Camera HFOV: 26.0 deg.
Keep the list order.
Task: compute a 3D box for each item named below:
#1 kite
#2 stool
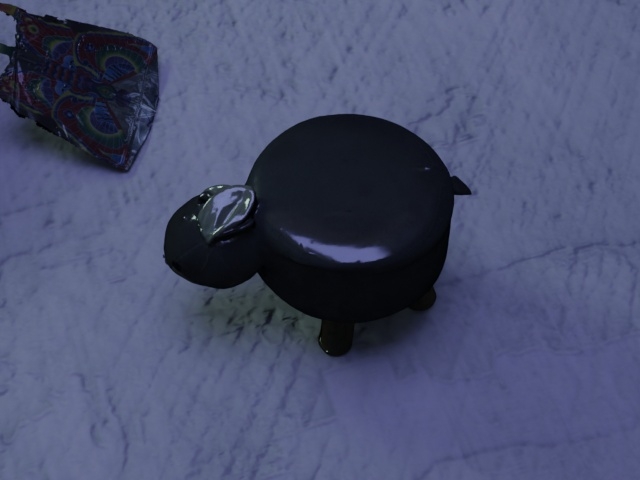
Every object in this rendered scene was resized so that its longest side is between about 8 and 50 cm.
[{"bbox_3d":[-0.275,-0.167,1.209,0.286,0.015,0.152,23,51,-20],"label":"kite"},{"bbox_3d":[-0.001,-0.007,1.086,0.228,0.139,0.153,7,52,5],"label":"stool"}]
